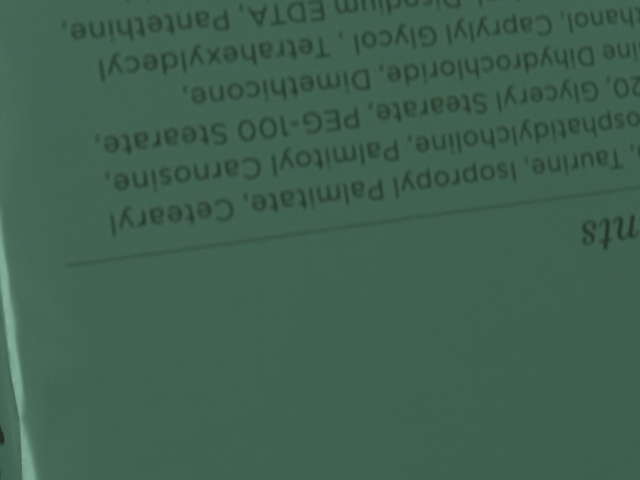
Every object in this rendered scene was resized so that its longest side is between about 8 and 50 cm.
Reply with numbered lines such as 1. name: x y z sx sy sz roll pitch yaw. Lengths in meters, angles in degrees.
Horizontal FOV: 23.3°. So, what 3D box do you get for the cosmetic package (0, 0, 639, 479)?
1. cosmetic package: 0.000 0.000 0.681 0.329 0.328 0.393 164 98 -72
